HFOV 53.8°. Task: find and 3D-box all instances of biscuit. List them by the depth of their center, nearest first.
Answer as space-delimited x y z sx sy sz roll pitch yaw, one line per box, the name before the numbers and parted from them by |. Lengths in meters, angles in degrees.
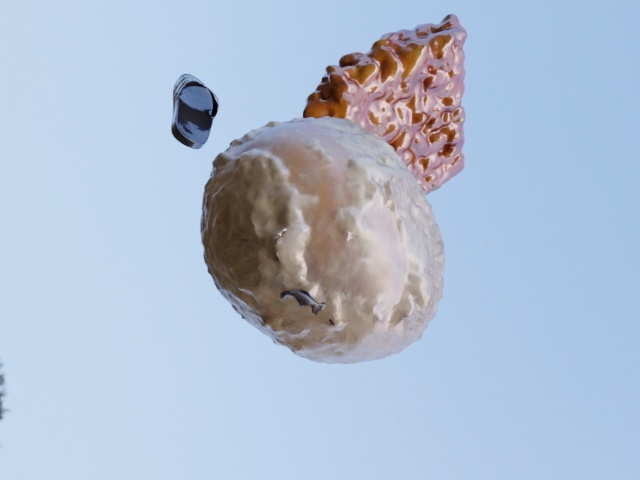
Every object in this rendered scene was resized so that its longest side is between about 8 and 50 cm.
biscuit | 0.112 -0.178 1.034 0.110 0.318 0.312 48 -23 43

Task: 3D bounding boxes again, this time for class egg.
egg | 0.000 0.000 0.730 0.310 0.279 0.279 52 -48 0

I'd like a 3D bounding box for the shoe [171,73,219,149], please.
shoe | -0.180 -0.205 0.939 0.049 0.071 0.179 -46 -149 30
